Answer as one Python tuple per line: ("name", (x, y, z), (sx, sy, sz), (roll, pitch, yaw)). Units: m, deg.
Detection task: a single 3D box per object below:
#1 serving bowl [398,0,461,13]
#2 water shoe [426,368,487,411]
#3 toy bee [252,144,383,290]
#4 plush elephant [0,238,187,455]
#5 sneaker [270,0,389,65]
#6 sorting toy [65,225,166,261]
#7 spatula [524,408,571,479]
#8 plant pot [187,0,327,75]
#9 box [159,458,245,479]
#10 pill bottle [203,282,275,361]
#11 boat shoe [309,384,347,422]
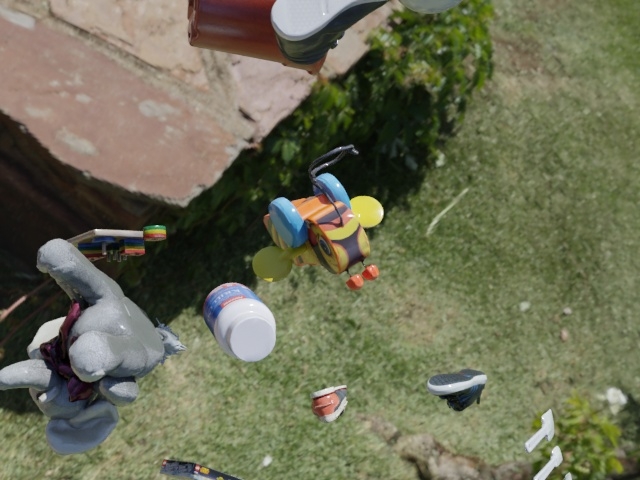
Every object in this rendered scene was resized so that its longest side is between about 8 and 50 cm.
("serving bowl", (0.101, -0.233, 0.715), (0.083, 0.083, 0.027), (17, 34, -25))
("water shoe", (0.285, 0.315, 1.692), (0.203, 0.073, 0.080), (2, 95, -51))
("toy bee", (0.000, 0.000, 1.104), (0.195, 0.298, 0.162), (-30, 88, 2))
("plush elephant", (-0.409, 0.200, 1.376), (0.271, 0.255, 0.330), (57, 7, 29))
("sneaker", (0.041, -0.390, 1.342), (0.296, 0.147, 0.104), (-32, 86, -13))
("sorting toy", (-0.442, 0.015, 1.705), (0.132, 0.275, 0.046), (3, 78, -43))
("spatula", (0.392, 0.389, 1.399), (0.242, 0.019, 0.168), (0, 78, -65))
("plant pot", (-0.128, -0.484, 1.669), (0.265, 0.272, 0.272), (2, 58, -15))
("box", (-0.194, 0.409, 1.418), (0.137, 0.094, 0.027), (32, 61, -36))
("pill bottle", (-0.161, 0.168, 1.673), (0.124, 0.221, 0.124), (-3, 101, -18))
("boat shoe", (0.014, 0.223, 1.124), (0.049, 0.137, 0.043), (-21, 79, 4))
